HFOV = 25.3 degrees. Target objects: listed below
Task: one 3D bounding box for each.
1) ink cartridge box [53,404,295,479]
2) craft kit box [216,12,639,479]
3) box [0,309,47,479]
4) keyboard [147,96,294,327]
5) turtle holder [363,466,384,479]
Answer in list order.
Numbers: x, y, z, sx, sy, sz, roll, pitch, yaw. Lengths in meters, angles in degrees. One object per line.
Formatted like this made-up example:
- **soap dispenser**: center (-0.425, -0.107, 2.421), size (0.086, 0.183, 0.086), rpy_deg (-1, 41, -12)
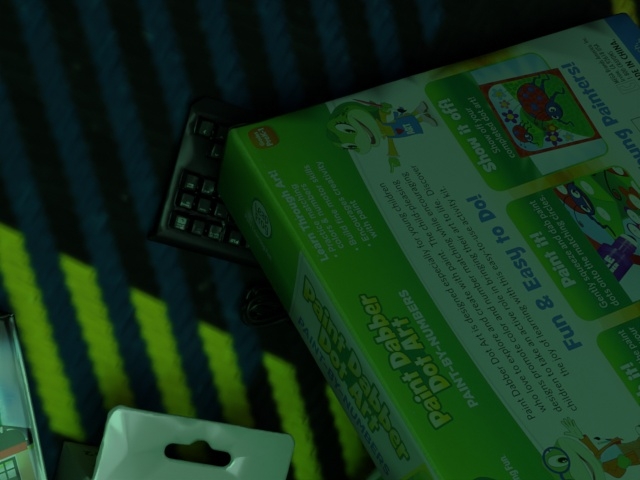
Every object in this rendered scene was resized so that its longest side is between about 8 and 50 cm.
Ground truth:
- **ink cartridge box**: center (-0.090, 0.168, 0.730), size (0.104, 0.061, 0.181), rpy_deg (13, 96, -24)
- **craft kit box**: center (0.113, 0.019, 0.689), size (0.246, 0.250, 0.061), rpy_deg (-17, 150, -26)
- **box**: center (-0.235, 0.108, 0.660), size (0.207, 0.036, 0.114), rpy_deg (-12, 94, -20)
- **keyboard**: center (0.000, 0.000, 0.754), size (0.180, 0.023, 0.108), rpy_deg (16, 95, -24)
- **turtle holder**: center (0.086, 0.238, 0.749), size (0.227, 0.320, 0.243), rpy_deg (32, 44, -11)
